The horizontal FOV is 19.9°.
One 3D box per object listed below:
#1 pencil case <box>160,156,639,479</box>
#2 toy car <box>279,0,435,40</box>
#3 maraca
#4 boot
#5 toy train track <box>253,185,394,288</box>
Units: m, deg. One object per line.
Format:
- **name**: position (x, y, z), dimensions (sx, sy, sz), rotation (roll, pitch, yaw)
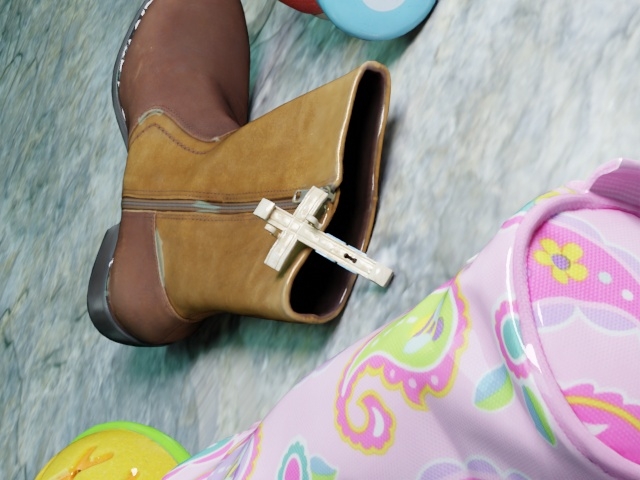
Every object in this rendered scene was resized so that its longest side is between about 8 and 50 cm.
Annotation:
- **pencil case**: position (0.043, 0.081, 0.676), dimensions (0.284, 0.124, 0.124), rotation (-42, 32, 48)
- **toy car**: position (-0.034, -0.259, 1.048), dimensions (0.210, 0.238, 0.219), rotation (-61, 22, 15)
- **maraca**: position (-0.091, 0.169, 0.947), dimensions (0.186, 0.099, 0.127), rotation (33, 104, 42)
- **boot**: position (-0.049, -0.069, 1.084), dimensions (0.280, 0.096, 0.264), rotation (-17, 53, 62)
- **toy train track**: position (0.000, 0.000, 0.933), dimensions (0.048, 0.083, 0.014), rotation (-58, -23, -6)
